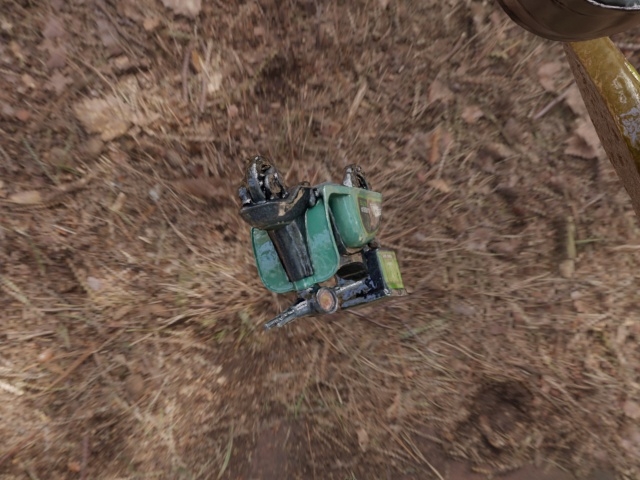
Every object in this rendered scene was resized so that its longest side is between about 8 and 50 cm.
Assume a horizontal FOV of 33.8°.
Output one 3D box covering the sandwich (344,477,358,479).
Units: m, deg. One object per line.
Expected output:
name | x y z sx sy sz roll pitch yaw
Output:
sandwich | -0.002 0.414 1.319 0.079 0.159 0.235 33 111 6

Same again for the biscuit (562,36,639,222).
biscuit | 0.452 -0.148 1.515 0.070 0.394 0.350 -25 128 11

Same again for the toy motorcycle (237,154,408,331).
toy motorcycle | 0.000 0.000 0.657 0.058 0.173 0.100 -19 81 22

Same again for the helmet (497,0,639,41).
helmet | 0.120 -0.140 0.476 0.098 0.070 0.123 39 58 -11
